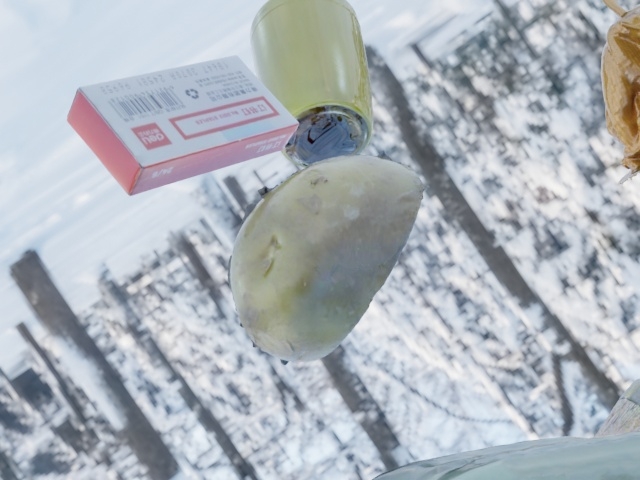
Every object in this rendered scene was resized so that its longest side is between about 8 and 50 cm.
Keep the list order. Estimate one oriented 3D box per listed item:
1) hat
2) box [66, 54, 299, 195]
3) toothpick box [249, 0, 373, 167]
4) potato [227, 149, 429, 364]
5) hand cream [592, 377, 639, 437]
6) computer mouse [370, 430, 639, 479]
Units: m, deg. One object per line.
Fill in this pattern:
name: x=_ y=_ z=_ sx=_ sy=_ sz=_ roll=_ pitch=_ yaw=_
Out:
hat: x=0.433 y=-0.239 z=1.486 sx=0.244 sy=0.233 sz=0.233 roll=-38 pitch=177 yaw=40
box: x=-0.137 y=-0.127 z=1.172 sx=0.229 sy=0.123 sz=0.050 roll=-22 pitch=153 yaw=-43
toothpick box: x=-0.009 y=-0.237 z=1.672 sx=0.175 sy=0.175 sz=0.271 roll=-33 pitch=-135 yaw=25
potato: x=0.000 y=0.000 z=1.084 sx=0.243 sy=0.138 sz=0.098 roll=-63 pitch=-157 yaw=-9
hand cream: x=0.374 y=0.266 z=1.426 sx=0.203 sy=0.084 sz=0.084 roll=-38 pitch=-177 yaw=-18
computer mouse: x=0.187 y=0.188 z=0.505 sx=0.429 sy=0.228 sz=0.145 roll=-9 pitch=168 yaw=2
